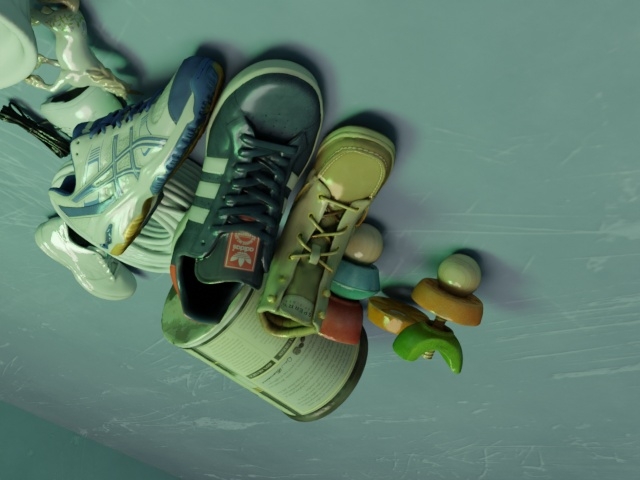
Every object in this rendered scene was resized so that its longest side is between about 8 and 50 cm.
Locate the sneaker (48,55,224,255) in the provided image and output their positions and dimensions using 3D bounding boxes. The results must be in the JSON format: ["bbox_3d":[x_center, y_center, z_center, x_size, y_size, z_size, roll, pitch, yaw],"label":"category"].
[{"bbox_3d":[-0.226,-0.109,0.822,0.131,0.112,0.296,37,120,-8],"label":"sneaker"}]

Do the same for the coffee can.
[{"bbox_3d":[-0.084,0.141,1.131,0.201,0.202,0.275,-13,138,42],"label":"coffee can"}]

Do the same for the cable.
[{"bbox_3d":[-0.259,-0.046,1.032,0.257,0.089,0.257,28,149,-15],"label":"cable"}]

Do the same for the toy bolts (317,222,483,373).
[{"bbox_3d":[0.104,0.062,1.017,0.228,0.159,0.218,15,-168,-14],"label":"toy bolts"}]

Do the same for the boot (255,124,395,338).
[{"bbox_3d":[0.000,0.000,0.845,0.095,0.204,0.262,24,151,-11],"label":"boot"}]

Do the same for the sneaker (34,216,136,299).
[{"bbox_3d":[-0.401,0.033,1.262,0.094,0.080,0.212,-22,131,33],"label":"sneaker"}]

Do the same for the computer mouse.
[{"bbox_3d":[-0.337,-0.159,0.932,0.192,0.042,0.106,-9,139,39],"label":"computer mouse"}]

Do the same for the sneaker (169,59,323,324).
[{"bbox_3d":[-0.086,-0.034,0.813,0.131,0.148,0.350,11,133,-18],"label":"sneaker"}]

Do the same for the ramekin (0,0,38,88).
[{"bbox_3d":[-0.404,-0.244,0.645,0.277,0.135,0.277,-2,170,0],"label":"ramekin"}]

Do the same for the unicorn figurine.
[{"bbox_3d":[-0.280,-0.209,0.795,0.111,0.060,0.162,2,142,6],"label":"unicorn figurine"}]
